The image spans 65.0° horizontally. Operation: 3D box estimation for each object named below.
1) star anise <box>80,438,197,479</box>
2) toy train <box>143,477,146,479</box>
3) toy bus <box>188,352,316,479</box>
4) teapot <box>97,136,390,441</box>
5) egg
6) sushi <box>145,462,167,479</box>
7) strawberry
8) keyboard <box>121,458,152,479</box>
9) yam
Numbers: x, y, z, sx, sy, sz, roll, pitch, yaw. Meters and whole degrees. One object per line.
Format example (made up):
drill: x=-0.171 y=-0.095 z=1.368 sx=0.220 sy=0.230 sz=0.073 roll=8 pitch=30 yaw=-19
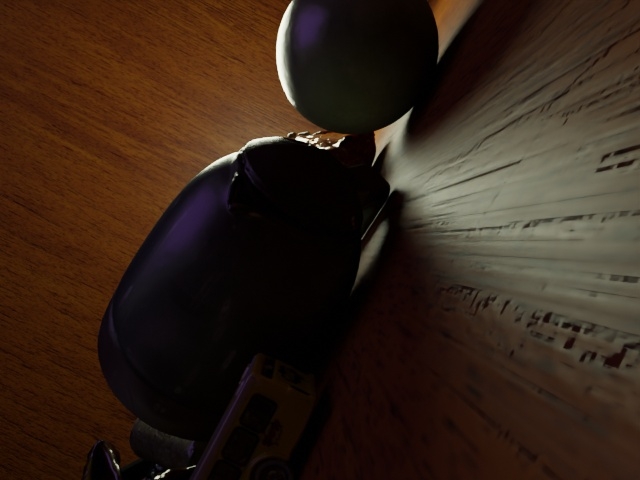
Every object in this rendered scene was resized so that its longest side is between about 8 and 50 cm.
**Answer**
star anise: x=-0.206 y=0.321 z=0.497 sx=0.125 sy=0.190 sz=0.220 roll=-55 pitch=7 yaw=38
toy train: x=-0.348 y=0.596 z=1.019 sx=0.260 sy=0.134 sz=0.177 roll=-63 pitch=4 yaw=-5
toy bus: x=-0.075 y=0.208 z=0.407 sx=0.226 sy=0.074 sz=0.081 roll=-62 pitch=4 yaw=2
teapot: x=-0.052 y=0.028 z=0.575 sx=0.315 sy=0.233 sz=0.312 roll=-16 pitch=-32 yaw=-55
egg: x=0.056 y=-0.301 z=0.813 sx=0.258 sy=0.259 sz=0.352 roll=-62 pitch=4 yaw=16
sushi: x=-0.242 y=0.405 z=0.915 sx=0.225 sy=0.124 sz=0.127 roll=-61 pitch=10 yaw=8
strawberry: x=0.014 y=-0.144 z=1.000 sx=0.280 sy=0.254 sz=0.150 roll=20 pitch=123 yaw=54
keyboard: x=-0.345 y=0.442 z=0.999 sx=0.103 sy=0.382 sz=0.041 roll=91 pitch=155 yaw=-51
yam: x=-0.198 y=0.298 z=0.740 sx=0.259 sy=0.093 sz=0.093 roll=-17 pitch=42 yaw=52
